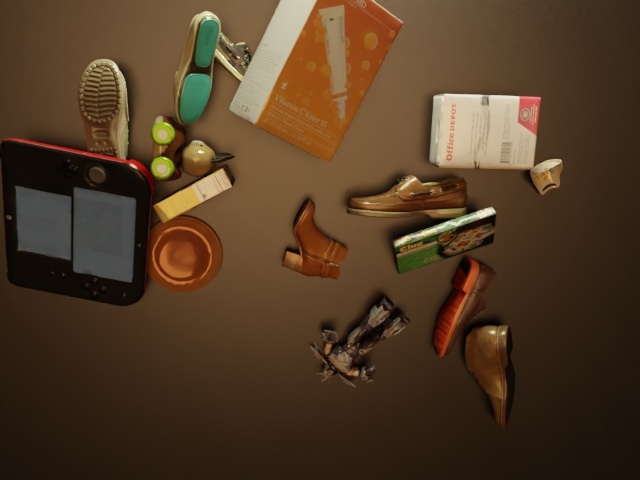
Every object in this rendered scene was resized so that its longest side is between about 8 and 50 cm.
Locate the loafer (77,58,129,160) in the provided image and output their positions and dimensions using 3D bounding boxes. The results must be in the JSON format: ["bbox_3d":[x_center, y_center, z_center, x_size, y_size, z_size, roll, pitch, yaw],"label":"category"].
[{"bbox_3d":[-0.496,-0.279,1.384,0.101,0.092,0.269,4,105,-6],"label":"loafer"}]

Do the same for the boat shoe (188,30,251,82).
[{"bbox_3d":[-0.198,-0.428,1.379,0.223,0.080,0.073,40,102,-7],"label":"boat shoe"}]

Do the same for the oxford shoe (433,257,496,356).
[{"bbox_3d":[0.377,0.187,1.558,0.098,0.097,0.272,19,101,-14],"label":"oxford shoe"}]

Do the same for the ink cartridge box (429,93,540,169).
[{"bbox_3d":[0.392,-0.263,1.450,0.237,0.100,0.172,0,103,-5],"label":"ink cartridge box"}]

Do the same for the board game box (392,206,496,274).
[{"bbox_3d":[0.310,0.003,1.502,0.259,0.030,0.136,-18,147,-1],"label":"board game box"}]

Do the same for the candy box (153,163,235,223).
[{"bbox_3d":[-0.298,-0.114,1.429,0.186,0.109,0.053,-27,104,1],"label":"candy box"}]

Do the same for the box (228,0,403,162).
[{"bbox_3d":[-0.015,-0.384,1.322,0.215,0.168,0.345,21,101,-35],"label":"box"}]

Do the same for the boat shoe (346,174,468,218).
[{"bbox_3d":[0.213,-0.110,1.477,0.307,0.110,0.105,-2,99,-14],"label":"boat shoe"}]

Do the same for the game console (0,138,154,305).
[{"bbox_3d":[-0.571,-0.030,1.407,0.341,0.060,0.387,9,117,-7],"label":"game console"}]

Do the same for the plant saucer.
[{"bbox_3d":[-0.347,0.037,1.497,0.199,0.037,0.200,-1,103,-3],"label":"plant saucer"}]

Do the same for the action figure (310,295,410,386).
[{"bbox_3d":[0.095,0.270,1.554,0.185,0.099,0.285,42,100,-17],"label":"action figure"}]

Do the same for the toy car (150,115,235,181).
[{"bbox_3d":[-0.296,-0.209,1.393,0.188,0.155,0.149,2,103,-14],"label":"toy car"}]

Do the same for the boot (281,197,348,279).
[{"bbox_3d":[0.000,0.000,1.499,0.152,0.073,0.197,16,113,-6],"label":"boot"}]

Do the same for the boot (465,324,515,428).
[{"bbox_3d":[0.461,0.364,1.618,0.115,0.112,0.306,-1,110,27],"label":"boot"}]

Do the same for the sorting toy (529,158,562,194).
[{"bbox_3d":[0.574,-0.157,1.520,0.083,0.045,0.075,-26,111,2],"label":"sorting toy"}]

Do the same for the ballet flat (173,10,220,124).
[{"bbox_3d":[-0.281,-0.384,1.331,0.086,0.086,0.249,18,108,-8],"label":"ballet flat"}]
